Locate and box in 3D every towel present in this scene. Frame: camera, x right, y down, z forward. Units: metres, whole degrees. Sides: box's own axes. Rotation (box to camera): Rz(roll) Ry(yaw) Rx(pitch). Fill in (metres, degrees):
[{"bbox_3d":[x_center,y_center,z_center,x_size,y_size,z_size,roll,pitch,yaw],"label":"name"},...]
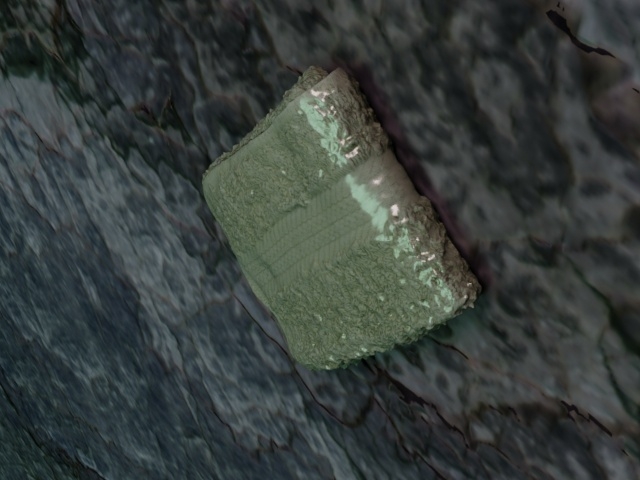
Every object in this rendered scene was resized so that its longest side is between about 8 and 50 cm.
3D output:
[{"bbox_3d":[0.000,0.000,0.451,0.110,0.027,0.148,58,153,0],"label":"towel"}]
